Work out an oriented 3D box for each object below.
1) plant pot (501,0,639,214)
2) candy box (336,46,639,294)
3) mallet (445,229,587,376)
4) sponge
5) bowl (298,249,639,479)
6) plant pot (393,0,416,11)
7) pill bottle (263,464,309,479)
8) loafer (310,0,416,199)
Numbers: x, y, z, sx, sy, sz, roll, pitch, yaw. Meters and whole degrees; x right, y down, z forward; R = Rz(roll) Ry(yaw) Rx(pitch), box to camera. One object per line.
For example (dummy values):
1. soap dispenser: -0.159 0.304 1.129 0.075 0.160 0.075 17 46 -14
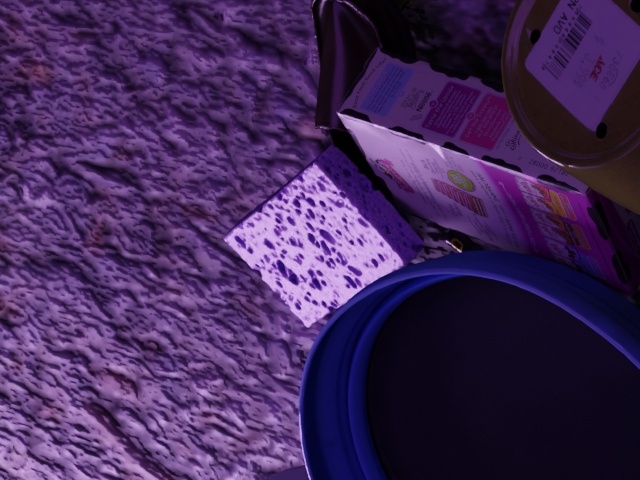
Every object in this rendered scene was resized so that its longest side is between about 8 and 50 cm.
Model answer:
1. plant pot: 0.264 -0.111 1.213 0.275 0.293 0.274 1 92 47
2. candy box: 0.146 -0.056 1.457 0.233 0.071 0.159 20 160 32
3. mallet: 0.179 0.042 1.540 0.189 0.039 0.062 47 128 23
4. sponge: 0.000 0.000 1.610 0.117 0.031 0.210 48 150 -4
5. bowl: 0.163 0.186 1.528 0.391 0.077 0.391 17 123 28
6. plant pot: 0.050 -0.227 1.541 0.079 0.083 0.083 51 130 -1
7. pill bottle: 0.006 0.325 1.706 0.124 0.124 0.221 0 103 39
8. loafer: 0.034 -0.119 1.538 0.080 0.078 0.220 11 130 38
